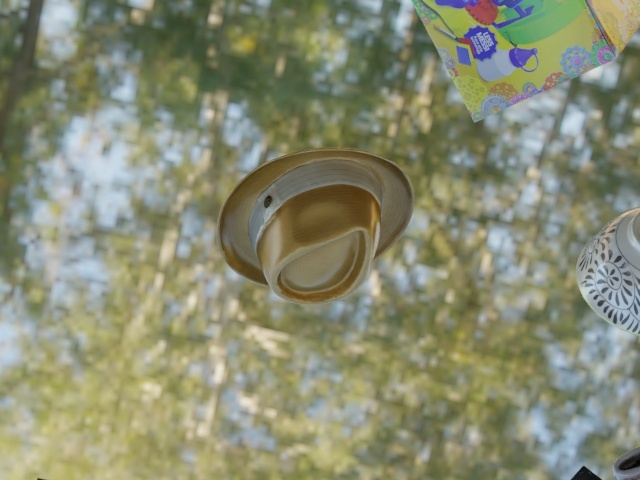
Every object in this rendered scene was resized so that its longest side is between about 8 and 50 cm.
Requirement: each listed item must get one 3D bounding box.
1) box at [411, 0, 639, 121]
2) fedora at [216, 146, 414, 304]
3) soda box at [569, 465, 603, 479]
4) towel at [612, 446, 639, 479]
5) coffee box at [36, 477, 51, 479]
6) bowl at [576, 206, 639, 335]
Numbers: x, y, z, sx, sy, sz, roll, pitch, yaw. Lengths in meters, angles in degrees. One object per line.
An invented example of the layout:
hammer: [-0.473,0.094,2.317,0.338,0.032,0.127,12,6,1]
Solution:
box: [0.212,-0.326,1.940,0.177,0.290,0.279,-23,-170,27]
fedora: [0.000,0.000,1.622,0.194,0.194,0.079,7,-135,-21]
soda box: [0.295,0.362,2.210,0.060,0.053,0.169,38,-116,22]
towel: [0.424,0.212,1.617,0.332,0.317,0.053,-22,-120,1]
coffee box: [-0.253,0.384,2.145,0.246,0.141,0.098,3,155,37]
bowl: [0.361,0.016,1.887,0.170,0.080,0.170,1,-133,-1]
